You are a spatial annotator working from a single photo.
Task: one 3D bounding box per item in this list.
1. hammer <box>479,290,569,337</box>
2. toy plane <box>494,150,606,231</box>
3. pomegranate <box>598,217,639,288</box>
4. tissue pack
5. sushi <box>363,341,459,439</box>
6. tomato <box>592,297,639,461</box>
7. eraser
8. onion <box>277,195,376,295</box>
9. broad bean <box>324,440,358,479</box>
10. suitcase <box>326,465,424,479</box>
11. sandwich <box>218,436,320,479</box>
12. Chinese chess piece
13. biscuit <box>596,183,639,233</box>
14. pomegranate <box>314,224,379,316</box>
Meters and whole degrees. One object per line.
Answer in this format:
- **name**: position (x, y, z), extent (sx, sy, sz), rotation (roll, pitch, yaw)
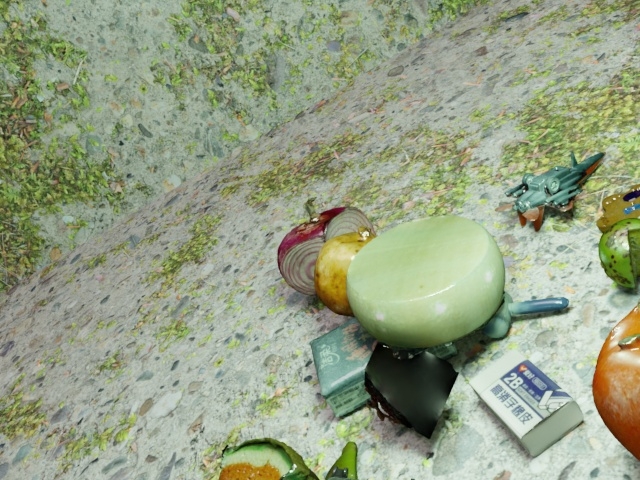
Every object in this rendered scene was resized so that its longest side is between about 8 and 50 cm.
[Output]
- **hammer**: position (0.440, 0.149, 1.757), extent (0.194, 0.069, 0.116), rotation (-11, 32, 28)
- **toy plane**: position (0.598, -0.148, 2.040), extent (0.326, 0.104, 0.223), rotation (-40, 27, -14)
- **pomegranate**: position (0.645, 0.009, 1.673), extent (0.169, 0.143, 0.122), rotation (-48, 32, -4)
- **tissue pack**: position (0.136, 0.245, 1.878), extent (0.316, 0.103, 0.228), rotation (-28, 25, 7)
- **sushi**: position (0.170, 0.307, 1.677), extent (0.153, 0.172, 0.150), rotation (-62, -9, -17)
- **tomato**: position (0.598, 0.215, 1.252), extent (0.341, 0.273, 0.341), rotation (-34, 13, 9)
- **eraser**: position (0.386, 0.302, 1.548), extent (0.124, 0.068, 0.210), rotation (-37, 26, -3)
- **onion**: position (0.007, 0.026, 2.258), extent (0.230, 0.272, 0.256), rotation (-12, -3, 44)
- **broad bean**: position (0.037, 0.512, 1.578), extent (0.077, 0.061, 0.339), rotation (-38, 22, 23)
- **suitcase**: position (0.072, 0.532, 1.358), extent (0.202, 0.128, 0.312), rotation (6, 32, 12)
- **sandwich**: position (-0.113, 0.512, 1.676), extent (0.292, 0.109, 0.212), rotation (-28, 33, 41)
- **Chinese chess piece**: position (0.231, 0.089, 1.788), extent (0.349, 0.146, 0.349), rotation (-17, 28, 9)
- **biscuit**: position (0.716, -0.053, 1.831), extent (0.180, 0.039, 0.236), rotation (-23, 30, 15)
- **pomegranate**: position (0.099, 0.079, 2.042), extent (0.248, 0.248, 0.248), rotation (-25, 27, 14)
